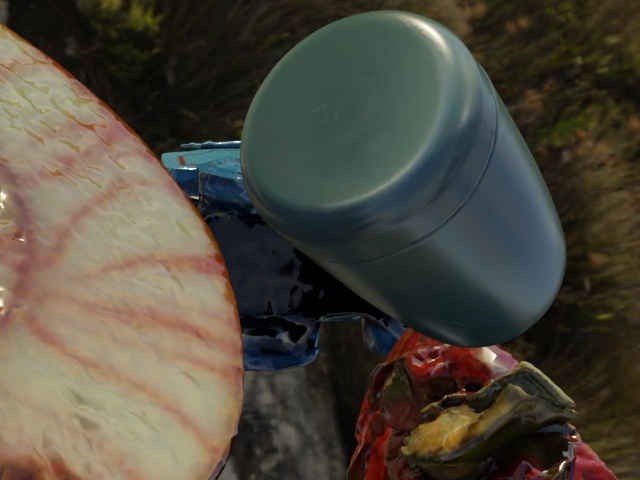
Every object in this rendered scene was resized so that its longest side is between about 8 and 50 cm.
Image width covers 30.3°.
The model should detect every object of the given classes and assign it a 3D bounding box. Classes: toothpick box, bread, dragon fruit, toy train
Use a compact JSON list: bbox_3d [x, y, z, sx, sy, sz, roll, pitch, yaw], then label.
[{"bbox_3d":[0.052,-0.019,0.592,0.184,0.120,0.120,43,46,-52],"label":"toothpick box"},{"bbox_3d":[-0.184,0.013,0.402,0.327,0.114,0.295,39,32,2],"label":"bread"},{"bbox_3d":[0.077,0.167,0.770,0.152,0.317,0.205,-29,114,-17],"label":"dragon fruit"},{"bbox_3d":[0.000,0.000,1.029,0.265,0.300,0.188,-127,-143,-74],"label":"toy train"}]
